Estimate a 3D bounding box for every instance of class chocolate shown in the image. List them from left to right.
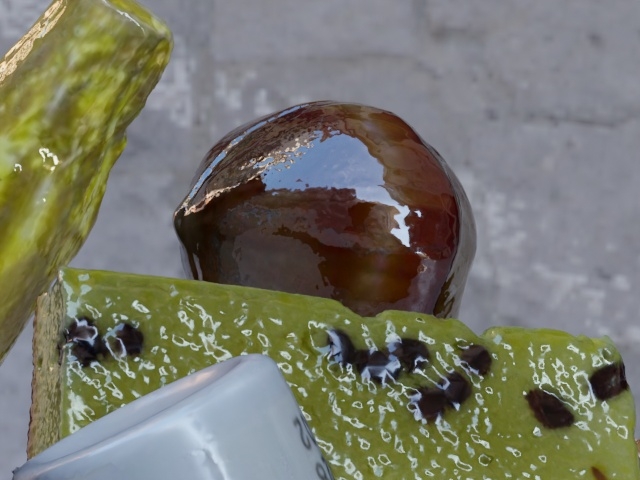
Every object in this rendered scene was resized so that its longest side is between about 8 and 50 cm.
[{"bbox_3d":[-0.248,0.017,1.354,0.162,0.445,0.162,35,13,-10],"label":"chocolate"}]

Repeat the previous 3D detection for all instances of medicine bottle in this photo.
[{"bbox_3d":[-0.031,0.190,0.903,0.144,0.252,0.144,-26,1,0],"label":"medicine bottle"}]

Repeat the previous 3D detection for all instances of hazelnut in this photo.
[{"bbox_3d":[0.000,0.000,1.388,0.229,0.229,0.229,1,38,-1],"label":"hazelnut"}]

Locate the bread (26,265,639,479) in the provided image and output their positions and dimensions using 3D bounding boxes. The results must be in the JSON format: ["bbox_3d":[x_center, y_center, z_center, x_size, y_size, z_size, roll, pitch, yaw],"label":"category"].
[{"bbox_3d":[0.017,0.105,1.112,0.361,0.077,0.138,8,62,-18],"label":"bread"}]

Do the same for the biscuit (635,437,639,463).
[{"bbox_3d":[0.200,0.208,1.470,0.250,0.165,0.036,-41,67,-19],"label":"biscuit"}]
